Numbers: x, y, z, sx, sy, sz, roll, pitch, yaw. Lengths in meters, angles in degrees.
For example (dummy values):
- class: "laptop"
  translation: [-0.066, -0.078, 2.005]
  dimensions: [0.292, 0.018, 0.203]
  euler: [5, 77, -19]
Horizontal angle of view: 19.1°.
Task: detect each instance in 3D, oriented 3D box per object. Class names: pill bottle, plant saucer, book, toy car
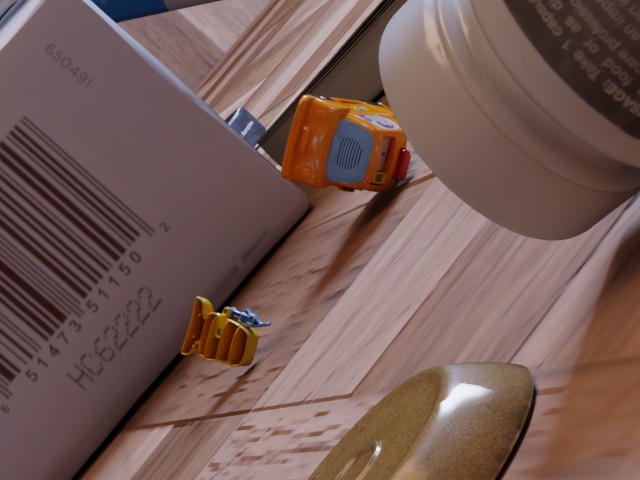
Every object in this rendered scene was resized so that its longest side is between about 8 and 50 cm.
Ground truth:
- class: "pill bottle"
  translation: [0.078, -0.062, 0.384]
  dimensions: [0.137, 0.078, 0.078]
  euler: [-41, 11, 37]
- class: "plant saucer"
  translation: [0.012, 0.054, 0.410]
  dimensions: [0.083, 0.015, 0.083]
  euler: [-47, 8, 9]
- class: "book"
  translation: [0.034, -0.104, 0.989]
  dimensions: [0.144, 0.035, 0.096]
  euler: [-44, 6, 38]
- class: "toy car"
  translation: [0.000, 0.000, 0.720]
  dimensions: [0.041, 0.060, 0.122]
  euler: [22, 85, 36]

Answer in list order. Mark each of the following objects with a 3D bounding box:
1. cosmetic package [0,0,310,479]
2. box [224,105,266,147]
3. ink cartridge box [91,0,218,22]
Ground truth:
- class: "cosmetic package"
  translation: [-0.179, -0.002, 1.053]
  dimensions: [0.230, 0.161, 0.453]
  euler: [-49, 13, -4]
- class: "box"
  translation: [-0.110, -0.014, 1.313]
  dimensions: [0.162, 0.029, 0.116]
  euler: [-41, 13, 47]
- class: "ink cartridge box"
  translation: [-0.038, -0.204, 0.937]
  dimensions: [0.203, 0.148, 0.086]
  euler: [-9, 28, 20]
